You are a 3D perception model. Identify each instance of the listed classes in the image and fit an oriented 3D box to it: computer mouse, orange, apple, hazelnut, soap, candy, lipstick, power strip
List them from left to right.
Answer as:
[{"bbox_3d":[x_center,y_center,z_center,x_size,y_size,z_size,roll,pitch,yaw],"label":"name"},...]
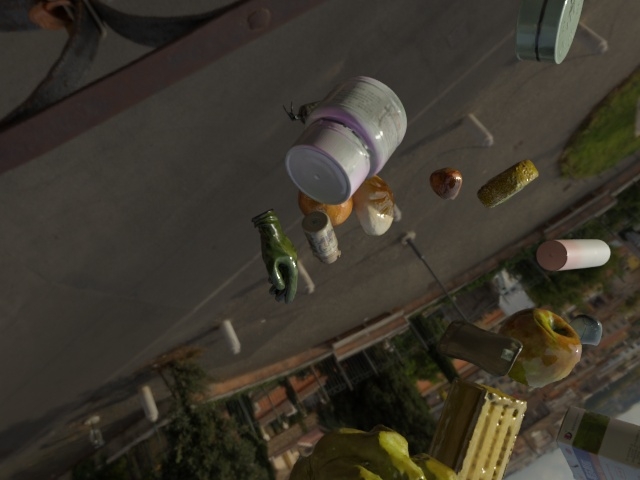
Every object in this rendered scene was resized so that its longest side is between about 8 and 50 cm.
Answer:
[{"bbox_3d":[0.023,-0.161,2.040,0.224,0.223,0.170,-3,145,-40],"label":"orange"},{"bbox_3d":[0.563,-0.256,2.327,0.151,0.150,0.150,-23,149,-15],"label":"hazelnut"},{"bbox_3d":[0.490,0.617,1.619,0.294,0.156,0.334,21,86,-44],"label":"soap"},{"bbox_3d":[0.773,-0.236,2.143,0.260,0.118,0.260,-35,172,-5],"label":"candy"},{"bbox_3d":[0.674,0.341,1.615,0.246,0.246,0.226,-1,132,-41],"label":"apple"},{"bbox_3d":[0.870,-0.840,1.955,0.357,0.162,0.357,-37,137,-45],"label":"power strip"},{"bbox_3d":[0.747,0.040,1.516,0.327,0.087,0.087,0,138,-43],"label":"lipstick"},{"bbox_3d":[0.907,0.326,1.792,0.068,0.113,0.229,-59,151,-18],"label":"computer mouse"}]

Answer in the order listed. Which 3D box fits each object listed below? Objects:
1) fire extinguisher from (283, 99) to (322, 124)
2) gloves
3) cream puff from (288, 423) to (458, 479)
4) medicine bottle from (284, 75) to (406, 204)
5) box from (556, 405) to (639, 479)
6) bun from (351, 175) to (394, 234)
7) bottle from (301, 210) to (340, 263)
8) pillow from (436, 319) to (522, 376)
[{"bbox_3d":[0.007,-0.454,1.769,0.268,0.072,0.089,-19,105,-16],"label":"fire extinguisher"},{"bbox_3d":[-0.117,0.045,1.430,0.107,0.267,0.135,-9,-171,17],"label":"gloves"},{"bbox_3d":[0.121,0.500,0.987,0.378,0.378,0.275,-54,174,34],"label":"cream puff"},{"bbox_3d":[0.067,-0.263,1.376,0.301,0.241,0.241,-53,162,-31],"label":"medicine bottle"},{"bbox_3d":[0.720,0.508,1.165,0.106,0.300,0.200,-53,126,-28],"label":"box"},{"bbox_3d":[0.236,-0.172,2.240,0.165,0.298,0.299,-22,152,13],"label":"bun"},{"bbox_3d":[0.000,0.000,1.779,0.110,0.097,0.209,1,143,17],"label":"bottle"},{"bbox_3d":[0.430,0.287,1.412,0.130,0.218,0.033,-51,131,-25],"label":"pillow"}]
